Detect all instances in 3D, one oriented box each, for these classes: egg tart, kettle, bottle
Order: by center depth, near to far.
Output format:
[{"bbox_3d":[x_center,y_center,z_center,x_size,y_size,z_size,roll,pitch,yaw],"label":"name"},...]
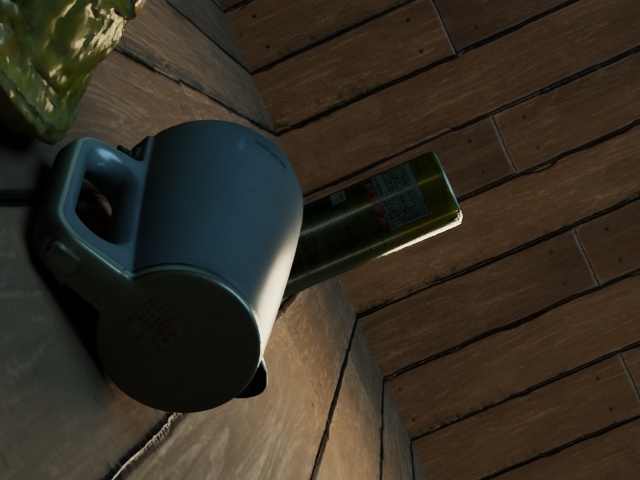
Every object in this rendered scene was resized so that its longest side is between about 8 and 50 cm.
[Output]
[{"bbox_3d":[-0.219,-0.208,0.762,0.290,0.115,0.290,-25,90,-85],"label":"egg tart"},{"bbox_3d":[-0.113,0.001,0.830,0.210,0.160,0.243,46,17,-17],"label":"kettle"},{"bbox_3d":[0.000,0.000,1.125,0.082,0.286,0.082,-23,90,-85],"label":"bottle"}]

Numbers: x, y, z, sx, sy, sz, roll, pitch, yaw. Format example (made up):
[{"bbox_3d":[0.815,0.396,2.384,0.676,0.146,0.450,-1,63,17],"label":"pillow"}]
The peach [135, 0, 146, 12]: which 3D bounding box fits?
[{"bbox_3d":[-0.214,-0.254,0.965,0.138,0.138,0.138,-24,90,-86],"label":"peach"}]
